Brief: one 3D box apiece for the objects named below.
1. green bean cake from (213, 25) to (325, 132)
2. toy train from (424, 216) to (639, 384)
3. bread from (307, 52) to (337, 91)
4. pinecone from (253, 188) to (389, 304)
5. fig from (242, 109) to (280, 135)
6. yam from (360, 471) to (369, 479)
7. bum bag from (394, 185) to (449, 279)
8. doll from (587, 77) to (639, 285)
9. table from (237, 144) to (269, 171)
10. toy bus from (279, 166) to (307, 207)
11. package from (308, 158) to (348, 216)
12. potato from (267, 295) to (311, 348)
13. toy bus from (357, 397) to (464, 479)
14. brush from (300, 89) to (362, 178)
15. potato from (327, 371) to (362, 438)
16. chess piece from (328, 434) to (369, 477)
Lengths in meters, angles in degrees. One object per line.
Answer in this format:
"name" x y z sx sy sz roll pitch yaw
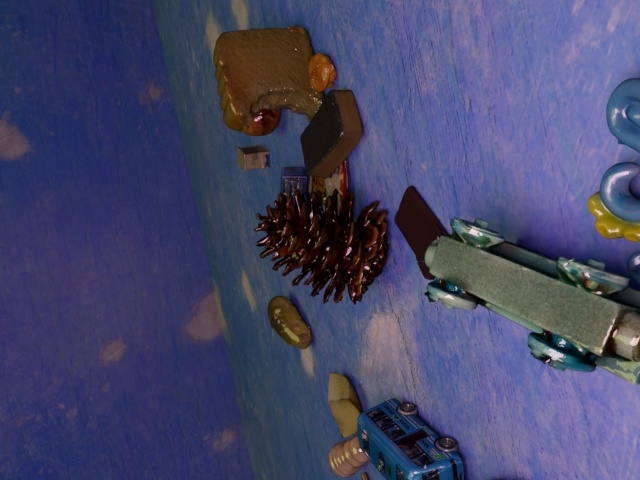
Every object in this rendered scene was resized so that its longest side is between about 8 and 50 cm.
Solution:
"green bean cake" -0.126 -0.375 1.273 0.124 0.236 0.232 144 114 -69
"toy train" 0.267 0.064 0.639 0.298 0.194 0.119 31 104 55
"bread" 0.003 -0.380 1.208 0.081 0.046 0.083 21 117 59
"pinecone" -0.001 0.003 1.121 0.246 0.292 0.246 -160 90 -79
"fig" -0.197 -0.387 1.594 0.257 0.159 0.159 -125 26 -77
"yam" 0.142 0.694 1.465 0.021 0.021 0.116 103 148 -46
"bum bag" 0.185 -0.015 0.992 0.109 0.026 0.159 104 146 -48
"doll" 0.370 -0.049 0.438 0.346 0.099 0.341 62 153 27
"table" -0.218 -0.268 1.739 0.079 0.083 0.062 -133 38 -52
"toy bus" -0.077 -0.092 1.506 0.094 0.079 0.236 -91 5 -52
"package" 0.014 -0.160 1.316 0.239 0.030 0.154 -140 45 -57
"potato" -0.102 0.268 1.734 0.225 0.090 0.117 46 136 41
"toy bus" 0.180 0.438 1.095 0.246 0.134 0.113 -151 52 -63
"brush" 0.019 -0.234 1.194 0.197 0.059 0.123 -46 51 54
"potato" 0.077 0.442 1.460 0.120 0.081 0.149 -81 -25 -60
"chess piece" 0.088 0.578 1.449 0.094 0.094 0.170 66 152 26
